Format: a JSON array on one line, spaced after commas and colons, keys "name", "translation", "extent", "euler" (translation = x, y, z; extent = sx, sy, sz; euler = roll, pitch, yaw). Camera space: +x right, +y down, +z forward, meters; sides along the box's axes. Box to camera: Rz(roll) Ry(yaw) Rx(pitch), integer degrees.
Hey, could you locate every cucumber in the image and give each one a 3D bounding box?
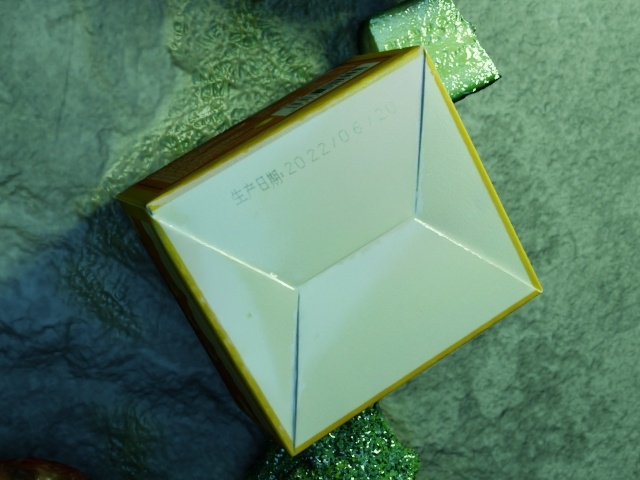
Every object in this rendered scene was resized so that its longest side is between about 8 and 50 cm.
[{"name": "cucumber", "translation": [0.105, -0.189, 1.167], "extent": [0.115, 0.062, 0.116], "euler": [-28, 94, -15]}]

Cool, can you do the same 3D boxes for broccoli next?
[{"name": "broccoli", "translation": [0.010, 0.233, 1.132], "extent": [0.195, 0.156, 0.195], "euler": [1, 93, 23]}]

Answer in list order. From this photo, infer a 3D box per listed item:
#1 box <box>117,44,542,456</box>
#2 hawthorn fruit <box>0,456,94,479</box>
[{"name": "box", "translation": [0.000, 0.000, 1.071], "extent": [0.283, 0.214, 0.259], "euler": [-31, 105, -12]}, {"name": "hawthorn fruit", "translation": [-0.268, 0.373, 1.005], "extent": [0.284, 0.285, 0.369], "euler": [8, 114, -17]}]
